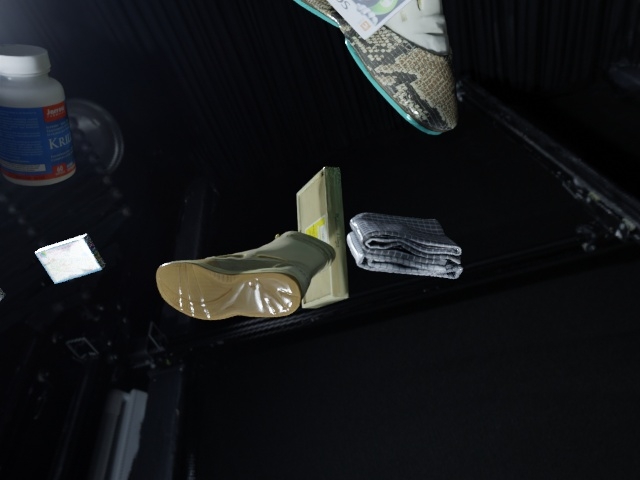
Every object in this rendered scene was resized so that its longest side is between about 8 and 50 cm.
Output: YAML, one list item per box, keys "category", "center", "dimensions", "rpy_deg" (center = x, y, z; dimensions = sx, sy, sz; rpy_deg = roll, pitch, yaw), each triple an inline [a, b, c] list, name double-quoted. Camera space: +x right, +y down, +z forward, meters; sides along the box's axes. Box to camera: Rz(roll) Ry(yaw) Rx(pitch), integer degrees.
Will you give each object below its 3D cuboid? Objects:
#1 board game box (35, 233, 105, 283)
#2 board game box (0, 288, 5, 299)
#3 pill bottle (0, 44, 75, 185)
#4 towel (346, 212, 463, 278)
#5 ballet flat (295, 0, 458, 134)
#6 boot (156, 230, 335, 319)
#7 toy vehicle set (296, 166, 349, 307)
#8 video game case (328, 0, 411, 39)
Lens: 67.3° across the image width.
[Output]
- category: "board game box"
  center: [-0.688, 0.052, 1.326]
  dimensions: [0.153, 0.104, 0.026]
  rpy_deg: [-16, -156, 10]
- category: "board game box"
  center: [-0.646, 0.026, 0.723]
  dimensions: [0.193, 0.305, 0.053]
  rpy_deg: [42, -99, 5]
- category: "pill bottle"
  center: [-0.514, -0.220, 0.849]
  dimensions: [0.124, 0.222, 0.124]
  rpy_deg: [6, -148, -4]
- category: "towel"
  center: [0.225, 0.007, 1.310]
  dimensions: [0.283, 0.122, 0.235]
  rpy_deg: [7, -167, -7]
- category: "ballet flat"
  center: [0.094, -0.395, 0.811]
  dimensions: [0.163, 0.182, 0.483]
  rpy_deg: [-11, -124, -39]
- category: "boot"
  center: [-0.120, 0.049, 0.819]
  dimensions: [0.261, 0.095, 0.203]
  rpy_deg: [-2, -163, 21]
- category: "toy vehicle set"
  center: [0.000, 0.000, 1.013]
  dimensions: [0.035, 0.166, 0.267]
  rpy_deg: [2, -104, -23]
- category: "video game case"
  center: [0.057, -0.341, 0.529]
  dimensions: [0.190, 0.173, 0.022]
  rpy_deg: [-26, -144, 46]
